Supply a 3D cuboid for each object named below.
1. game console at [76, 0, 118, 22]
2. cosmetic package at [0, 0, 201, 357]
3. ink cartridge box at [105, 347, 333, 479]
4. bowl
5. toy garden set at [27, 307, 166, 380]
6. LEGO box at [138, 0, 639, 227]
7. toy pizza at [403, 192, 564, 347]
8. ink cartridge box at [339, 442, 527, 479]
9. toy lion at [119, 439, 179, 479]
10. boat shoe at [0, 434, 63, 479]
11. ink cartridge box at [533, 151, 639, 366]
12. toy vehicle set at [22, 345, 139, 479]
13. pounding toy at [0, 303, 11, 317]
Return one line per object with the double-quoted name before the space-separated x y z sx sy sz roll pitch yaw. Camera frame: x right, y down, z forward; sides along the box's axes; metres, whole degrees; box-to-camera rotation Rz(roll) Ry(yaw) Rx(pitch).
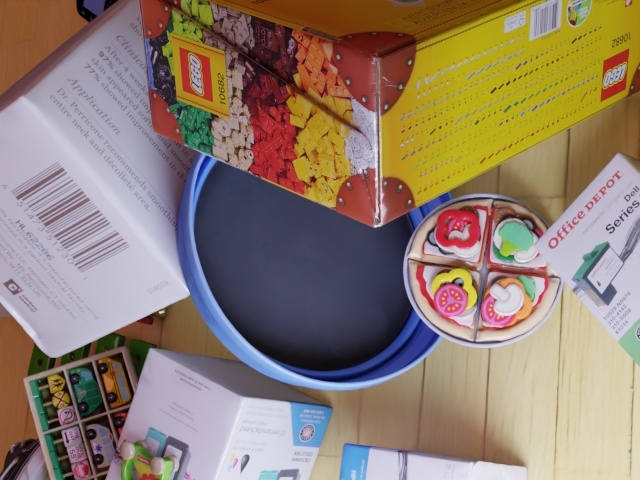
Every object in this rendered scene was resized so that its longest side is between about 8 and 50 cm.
"game console" -0.345 -0.375 2.180 0.361 0.044 0.213 40 113 56
"cosmetic package" -0.279 -0.111 1.809 0.327 0.329 0.393 -26 19 42
"ink cartridge box" -0.151 0.315 1.821 0.197 0.198 0.270 22 94 39
"bowl" 0.000 0.000 1.670 0.077 0.391 0.391 -31 59 58
"toy garden set" -0.346 0.148 2.105 0.244 0.049 0.203 13 89 34
"LEGO box" 0.102 -0.239 1.540 0.372 0.500 0.193 25 129 40
"toy pizza" 0.204 0.034 1.646 0.201 0.032 0.201 -2 73 6
"ink cartridge box" 0.138 0.303 1.628 0.191 0.140 0.082 3 80 39
"toy lion" -0.228 0.322 1.735 0.100 0.034 0.096 17 99 40
"boat shoe" -0.465 0.374 2.110 0.335 0.121 0.119 -50 54 19
"ink cartridge box" 0.378 0.028 1.530 0.160 0.093 0.219 -50 54 18
"toy vehicle set" -0.332 0.310 1.986 0.166 0.035 0.266 -19 80 1
"pounding toy" -0.504 0.031 2.236 0.237 0.110 0.182 -6 95 18
